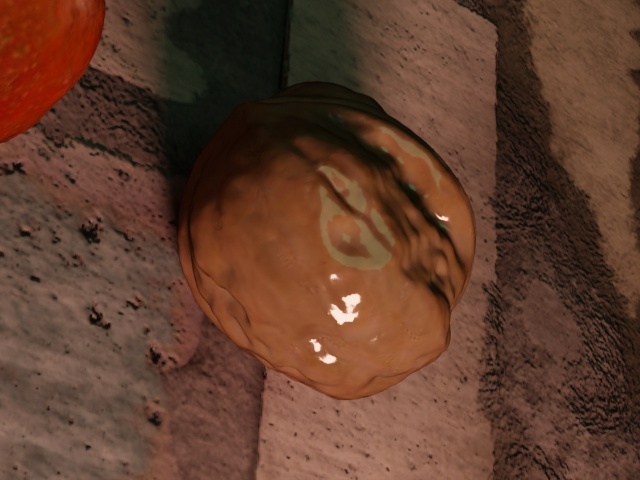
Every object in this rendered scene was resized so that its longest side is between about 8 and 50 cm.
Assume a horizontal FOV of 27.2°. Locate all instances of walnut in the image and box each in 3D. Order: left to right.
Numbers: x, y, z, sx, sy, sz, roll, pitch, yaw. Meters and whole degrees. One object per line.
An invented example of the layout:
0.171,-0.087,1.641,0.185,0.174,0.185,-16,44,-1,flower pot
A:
0.001,-0.002,1.100,0.273,0.227,0.273,19,62,-40,walnut

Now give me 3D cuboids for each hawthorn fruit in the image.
-0.251,-0.177,0.967,0.205,0.205,0.253,53,42,-12,hawthorn fruit
